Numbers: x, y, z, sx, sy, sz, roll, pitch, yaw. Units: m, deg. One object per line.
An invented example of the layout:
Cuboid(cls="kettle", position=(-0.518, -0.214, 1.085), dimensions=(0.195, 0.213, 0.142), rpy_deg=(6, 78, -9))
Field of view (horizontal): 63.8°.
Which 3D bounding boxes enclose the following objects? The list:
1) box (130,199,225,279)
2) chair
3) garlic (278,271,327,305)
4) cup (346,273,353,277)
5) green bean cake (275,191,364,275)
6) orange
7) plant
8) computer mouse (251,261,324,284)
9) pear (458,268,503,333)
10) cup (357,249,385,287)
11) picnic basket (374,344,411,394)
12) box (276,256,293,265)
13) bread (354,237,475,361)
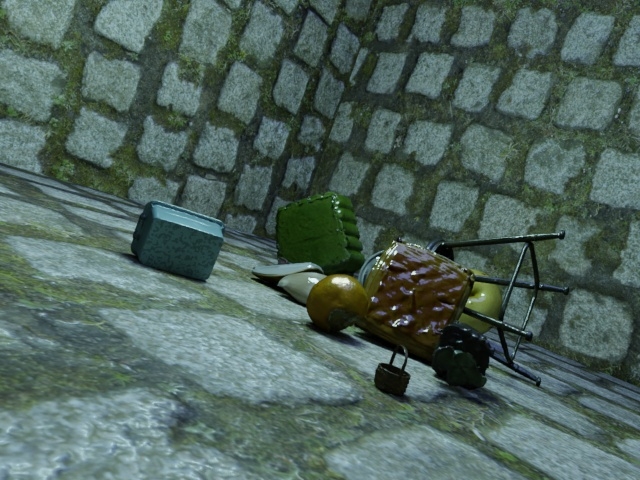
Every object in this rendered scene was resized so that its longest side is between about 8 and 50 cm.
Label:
Cuboid(cls="box", position=(-0.368, 0.005, 1.348), dimensions=(0.226, 0.162, 0.130), rpy_deg=(19, 13, -27))
Cuboid(cls="chair", position=(0.533, 0.180, 1.659), dimensions=(0.409, 0.365, 0.362), rpy_deg=(12, -28, 34))
Cuboid(cls="garlic", position=(0.028, 0.177, 1.589), dimensions=(0.318, 0.112, 0.143), rpy_deg=(31, -6, -21))
Cuboid(cls="cup", position=(0.053, 0.121, 2.522), dimensions=(0.176, 0.166, 0.239), rpy_deg=(23, 2, -17))
Cuboid(cls="green bean cake", position=(0.000, 0.000, 2.035), dimensions=(0.318, 0.335, 0.218), rpy_deg=(-11, -9, 27))
Cuboid(cls="orange", position=(0.042, 0.160, 1.277), dimensions=(0.156, 0.157, 0.134), rpy_deg=(20, 22, -12))
Cuboid(cls="plant", position=(0.327, 0.268, 1.202), dimensions=(0.142, 0.131, 0.203), rpy_deg=(22, 14, 5))
Cuboid(cls="computer mouse", position=(-0.110, 0.115, 1.683), dimensions=(0.245, 0.056, 0.126), rpy_deg=(-4, -21, 24))
Cuboid(cls="pear", position=(0.618, 0.270, 2.197), dimensions=(0.309, 0.309, 0.309), rpy_deg=(20, 1, -1))
Cuboid(cls="cup", position=(0.267, 0.163, 1.971), dimensions=(0.253, 0.254, 0.371), rpy_deg=(20, -1, 4))
Cuboid(cls="picnic basket", position=(0.137, 0.232, 0.940), dimensions=(0.072, 0.083, 0.072), rpy_deg=(21, 2, -1))
Cuboid(cls="box", position=(-0.128, 0.114, 1.878), dimensions=(0.063, 0.085, 0.060), rpy_deg=(25, -2, -31))
Cuboid(cls="bread", position=(0.254, 0.175, 1.451), dimensions=(0.277, 0.325, 0.167), rpy_deg=(27, -32, 8))
